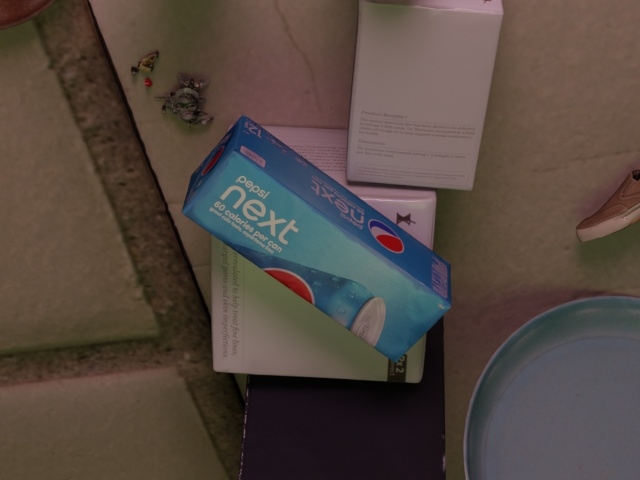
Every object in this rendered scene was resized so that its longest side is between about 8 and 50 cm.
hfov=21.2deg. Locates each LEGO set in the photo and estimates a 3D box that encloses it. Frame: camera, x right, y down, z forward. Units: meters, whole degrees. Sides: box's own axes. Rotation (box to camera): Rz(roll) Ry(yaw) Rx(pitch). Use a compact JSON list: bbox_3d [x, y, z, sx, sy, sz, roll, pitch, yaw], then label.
[{"bbox_3d":[-0.119,-0.118,1.405,0.083,0.023,0.054,24,132,-19],"label":"LEGO set"}]

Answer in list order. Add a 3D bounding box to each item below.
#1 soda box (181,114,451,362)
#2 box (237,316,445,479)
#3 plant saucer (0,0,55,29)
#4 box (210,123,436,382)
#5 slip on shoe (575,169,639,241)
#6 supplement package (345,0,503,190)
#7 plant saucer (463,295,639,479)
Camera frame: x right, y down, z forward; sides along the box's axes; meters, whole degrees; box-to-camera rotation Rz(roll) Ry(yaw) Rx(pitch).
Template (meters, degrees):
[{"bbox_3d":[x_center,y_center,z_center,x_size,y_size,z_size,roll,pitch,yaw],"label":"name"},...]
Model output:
[{"bbox_3d":[0.000,0.000,1.316,0.210,0.067,0.071,36,115,-15],"label":"soda box"},{"bbox_3d":[0.016,0.256,1.566,0.179,0.312,0.343,3,136,1],"label":"box"},{"bbox_3d":[-0.277,-0.244,1.284,0.198,0.036,0.198,3,135,3],"label":"plant saucer"},{"bbox_3d":[0.003,0.011,1.430,0.182,0.119,0.181,3,120,1],"label":"box"},{"bbox_3d":[0.270,-0.040,1.443,0.135,0.051,0.041,-27,88,38],"label":"slip on shoe"},{"bbox_3d":[0.077,-0.140,1.310,0.105,0.105,0.179,6,136,0],"label":"supplement package"},{"bbox_3d":[0.274,0.204,1.511,0.317,0.317,0.044,11,155,-7],"label":"plant saucer"}]
